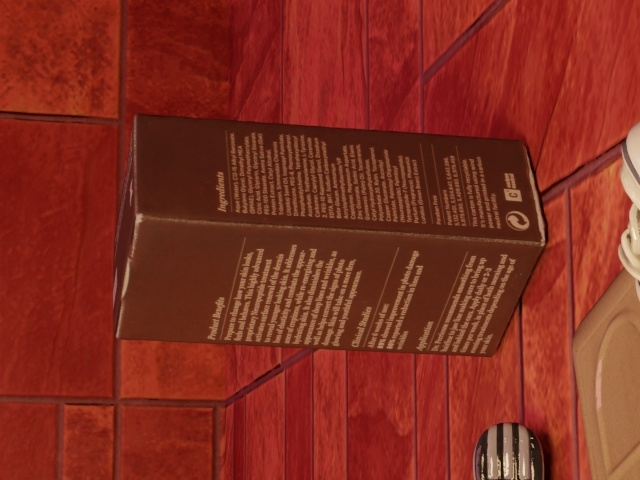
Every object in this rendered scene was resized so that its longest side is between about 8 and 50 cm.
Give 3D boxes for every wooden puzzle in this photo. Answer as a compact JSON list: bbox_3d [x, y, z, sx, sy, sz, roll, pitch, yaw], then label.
[{"bbox_3d":[0.269,0.133,1.228,0.322,0.081,0.347,115,159,-58],"label":"wooden puzzle"}]

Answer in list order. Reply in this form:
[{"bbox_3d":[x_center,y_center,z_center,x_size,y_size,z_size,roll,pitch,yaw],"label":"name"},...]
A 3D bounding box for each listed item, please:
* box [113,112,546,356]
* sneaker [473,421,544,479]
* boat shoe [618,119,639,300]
[{"bbox_3d":[0.000,0.000,1.718,0.191,0.381,0.143,108,160,-49],"label":"box"},{"bbox_3d":[0.177,0.277,1.634,0.098,0.083,0.223,24,-110,-79],"label":"sneaker"},{"bbox_3d":[0.207,0.006,0.982,0.267,0.088,0.096,24,-143,-60],"label":"boat shoe"}]
